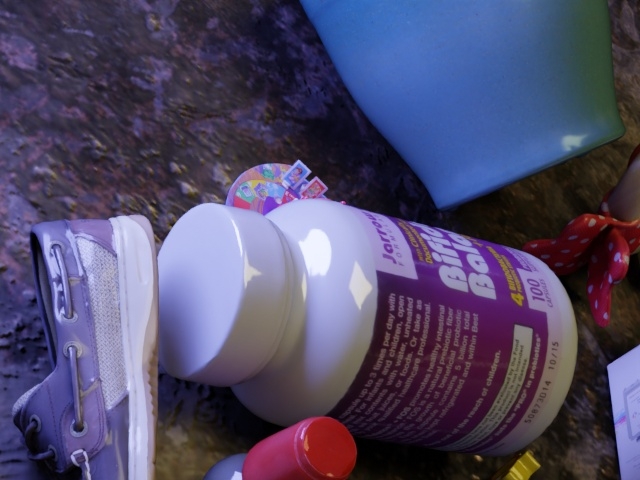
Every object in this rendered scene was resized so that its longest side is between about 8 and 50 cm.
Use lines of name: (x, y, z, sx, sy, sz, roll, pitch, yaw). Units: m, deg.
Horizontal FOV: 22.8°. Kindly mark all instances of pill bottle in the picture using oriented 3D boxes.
pill bottle: (0.031, 0.062, 1.177, 0.301, 0.169, 0.169, 13, 50, -35)

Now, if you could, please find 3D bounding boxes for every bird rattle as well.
bird rattle: (0.303, -0.042, 1.498, 0.143, 0.207, 0.253, 41, 26, 30)

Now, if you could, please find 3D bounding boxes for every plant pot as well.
plant pot: (0.139, -0.172, 1.416, 0.272, 0.272, 0.255, -21, 89, -49)

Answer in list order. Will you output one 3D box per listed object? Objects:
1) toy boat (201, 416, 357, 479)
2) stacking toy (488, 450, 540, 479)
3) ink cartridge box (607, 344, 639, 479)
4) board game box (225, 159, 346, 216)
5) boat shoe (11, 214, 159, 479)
toy boat: (-0.022, 0.273, 0.998, 0.267, 0.148, 0.318, 13, 58, -28)
stacking toy: (0.154, 0.280, 1.207, 0.167, 0.052, 0.221, 49, 42, 3)
ink cartridge box: (0.328, 0.166, 1.440, 0.115, 0.067, 0.198, 25, 46, -26)
board game box: (0.000, 0.000, 1.307, 0.169, 0.033, 0.133, 42, 39, -6)
boat shoe: (-0.154, 0.114, 1.032, 0.092, 0.103, 0.285, 3, 65, -11)
